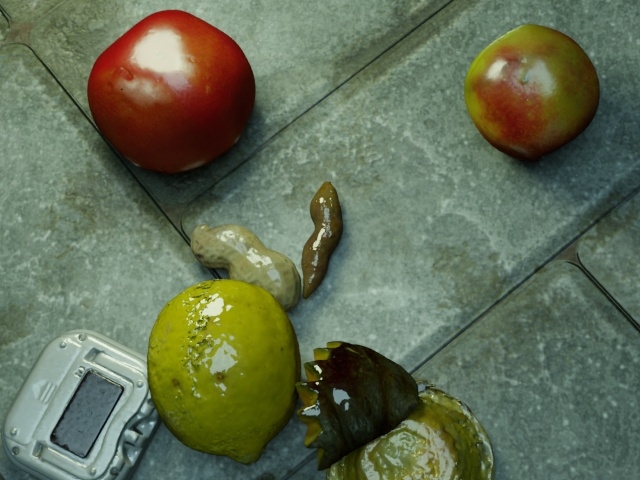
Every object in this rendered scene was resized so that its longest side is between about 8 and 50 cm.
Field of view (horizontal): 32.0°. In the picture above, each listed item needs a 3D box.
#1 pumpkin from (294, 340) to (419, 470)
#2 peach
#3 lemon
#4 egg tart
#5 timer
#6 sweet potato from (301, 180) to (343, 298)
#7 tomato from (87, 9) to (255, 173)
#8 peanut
[{"bbox_3d":[0.063,0.228,1.764,0.149,0.130,0.254,-10,31,26],"label":"pumpkin"},{"bbox_3d":[0.364,-0.254,1.932,0.231,0.231,0.231,-1,71,4],"label":"peach"},{"bbox_3d":[-0.151,0.208,1.794,0.257,0.258,0.310,-11,73,1],"label":"lemon"},{"bbox_3d":[0.142,0.365,1.793,0.294,0.116,0.295,-2,72,6],"label":"egg tart"},{"bbox_3d":[-0.396,0.288,1.877,0.237,0.087,0.262,24,75,12],"label":"timer"},{"bbox_3d":[0.004,0.000,1.961,0.065,0.051,0.218,9,73,4],"label":"sweet potato"},{"bbox_3d":[-0.267,-0.275,1.985,0.298,0.226,0.299,-3,70,7],"label":"tomato"},{"bbox_3d":[-0.129,0.040,1.940,0.228,0.085,0.104,37,100,16],"label":"peanut"}]
